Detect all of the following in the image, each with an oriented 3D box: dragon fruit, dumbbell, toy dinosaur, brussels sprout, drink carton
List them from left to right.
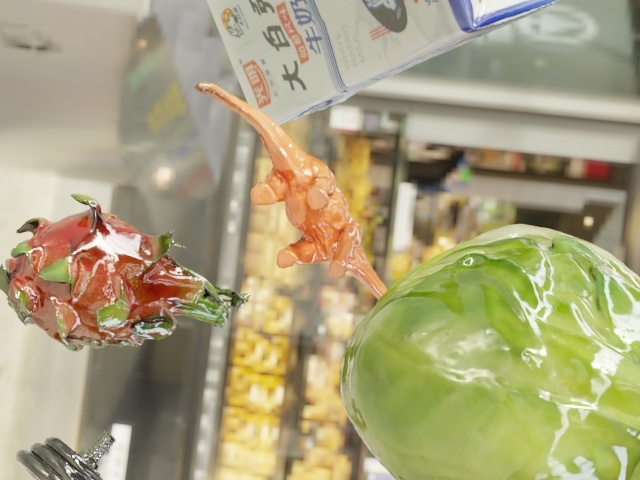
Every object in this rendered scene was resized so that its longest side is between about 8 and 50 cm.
[{"bbox_3d":[-0.246,0.241,1.369,0.208,0.099,0.099,-48,166,-15],"label":"dumbbell"},{"bbox_3d":[-0.181,0.039,1.521,0.137,0.236,0.135,113,-14,-75],"label":"dragon fruit"},{"bbox_3d":[0.005,-0.002,1.152,0.279,0.055,0.101,60,21,-13],"label":"toy dinosaur"},{"bbox_3d":[0.038,-0.186,1.228,0.315,0.107,0.130,-17,-86,57],"label":"drink carton"},{"bbox_3d":[0.111,0.082,0.940,0.223,0.223,0.161,-76,170,-70],"label":"brussels sprout"}]
